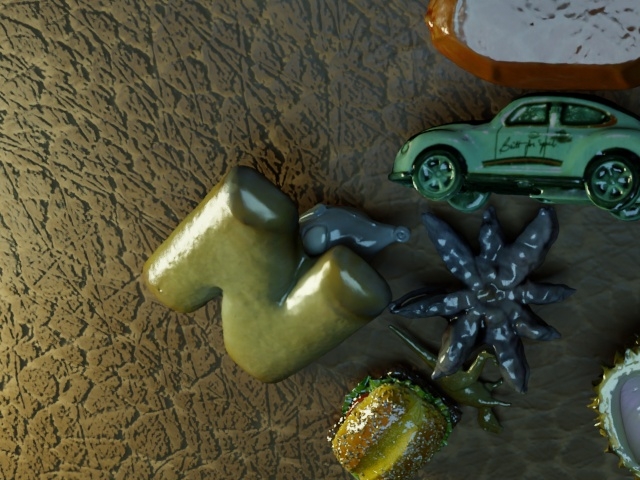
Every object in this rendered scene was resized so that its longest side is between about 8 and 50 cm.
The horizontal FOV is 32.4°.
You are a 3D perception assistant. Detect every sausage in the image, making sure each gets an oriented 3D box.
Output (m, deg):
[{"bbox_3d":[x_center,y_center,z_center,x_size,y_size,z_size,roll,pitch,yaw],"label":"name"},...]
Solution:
[{"bbox_3d":[0.238,-0.225,1.090,0.268,0.141,0.153,2,102,11],"label":"sausage"}]

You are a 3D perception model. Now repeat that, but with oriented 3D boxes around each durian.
[{"bbox_3d":[0.423,0.188,1.244,0.249,0.138,0.183,27,119,4],"label":"durian"}]

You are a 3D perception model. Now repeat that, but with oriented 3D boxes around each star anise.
[{"bbox_3d":[0.190,0.056,1.253,0.229,0.093,0.236,45,104,2],"label":"star anise"}]

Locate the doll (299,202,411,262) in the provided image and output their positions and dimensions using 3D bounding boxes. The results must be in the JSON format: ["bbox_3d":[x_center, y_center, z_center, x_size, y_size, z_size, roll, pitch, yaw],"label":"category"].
[{"bbox_3d":[0.000,0.000,1.294,0.227,0.075,0.102,-2,130,26],"label":"doll"}]

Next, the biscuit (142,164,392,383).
[{"bbox_3d":[-0.074,0.052,1.288,0.237,0.062,0.290,42,141,-9],"label":"biscuit"}]

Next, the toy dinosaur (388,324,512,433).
[{"bbox_3d":[0.157,0.170,1.352,0.162,0.039,0.126,10,117,10],"label":"toy dinosaur"}]

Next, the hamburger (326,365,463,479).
[{"bbox_3d":[0.082,0.239,1.372,0.137,0.087,0.166,38,116,-5],"label":"hamburger"}]

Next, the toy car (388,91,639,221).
[{"bbox_3d":[0.224,-0.089,1.138,0.306,0.136,0.125,6,88,24],"label":"toy car"}]
